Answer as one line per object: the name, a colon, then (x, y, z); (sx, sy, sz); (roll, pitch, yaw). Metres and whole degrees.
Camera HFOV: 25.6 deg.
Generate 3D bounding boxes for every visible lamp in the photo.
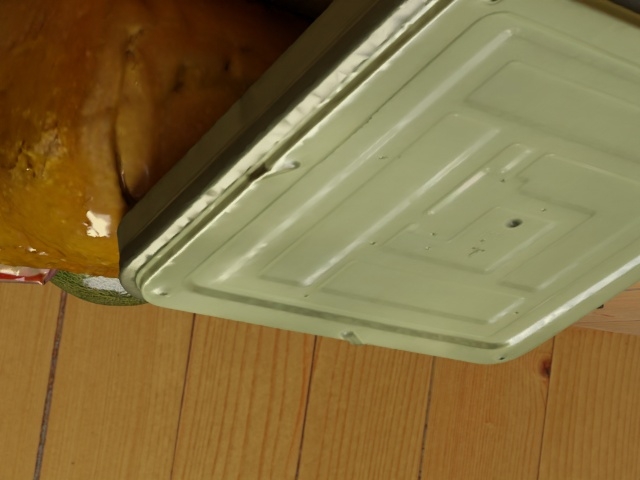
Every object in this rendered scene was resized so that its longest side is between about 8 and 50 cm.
lamp: (0.078, -0.029, 0.653); (0.269, 0.047, 0.266); (13, 143, -37)

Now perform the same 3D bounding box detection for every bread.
bread: (-0.092, -0.043, 0.831); (0.337, 0.148, 0.328); (3, 173, 41)

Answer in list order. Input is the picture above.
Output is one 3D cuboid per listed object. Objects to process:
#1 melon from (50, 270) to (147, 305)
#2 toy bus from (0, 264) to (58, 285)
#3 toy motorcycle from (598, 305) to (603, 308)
melon: (-0.205, -0.002, 1.421); (0.192, 0.139, 0.139); (11, 174, -4)
toy bus: (-0.348, -0.044, 1.214); (0.303, 0.147, 0.127); (8, 180, 2)
toy motorcycle: (0.174, 0.028, 1.339); (0.187, 0.124, 0.275); (-4, 171, 19)
